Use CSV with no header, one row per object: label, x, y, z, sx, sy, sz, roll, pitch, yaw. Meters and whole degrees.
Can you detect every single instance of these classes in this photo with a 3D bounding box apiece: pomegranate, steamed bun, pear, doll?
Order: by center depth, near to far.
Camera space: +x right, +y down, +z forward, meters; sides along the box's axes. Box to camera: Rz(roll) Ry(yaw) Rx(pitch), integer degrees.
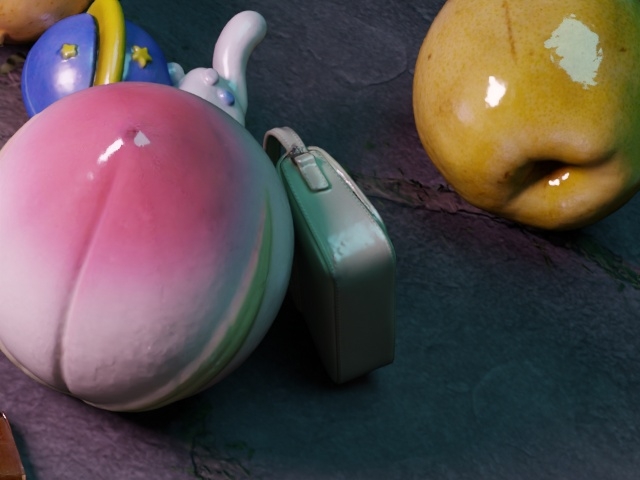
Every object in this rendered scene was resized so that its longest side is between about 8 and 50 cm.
steamed bun,-0.167,-0.013,1.698,0.309,0.309,0.309,17,41,-15
doll,-0.191,-0.101,1.957,0.243,0.159,0.311,16,63,-35
pomegranate,-0.321,-0.290,1.995,0.191,0.191,0.191,17,41,-15
pear,0.252,-0.166,2.164,0.314,0.314,0.314,17,41,-15

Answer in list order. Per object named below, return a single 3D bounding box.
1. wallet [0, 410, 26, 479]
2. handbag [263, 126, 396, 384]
wallet,-0.344,0.177,1.639,0.176,0.026,0.095,0,46,-32
handbag,0.000,0.000,1.869,0.079,0.256,0.219,-23,61,-12
